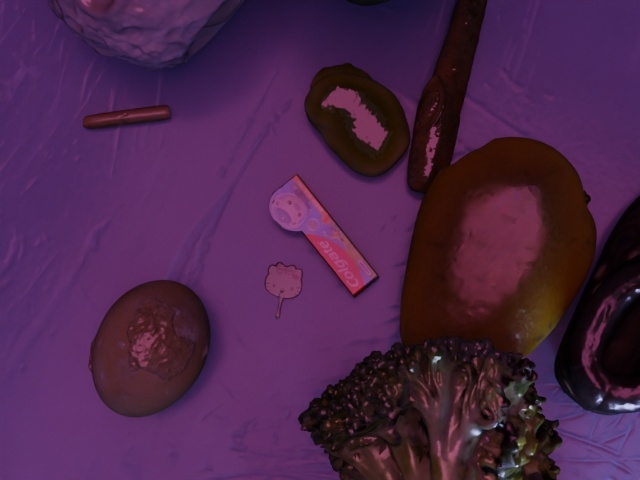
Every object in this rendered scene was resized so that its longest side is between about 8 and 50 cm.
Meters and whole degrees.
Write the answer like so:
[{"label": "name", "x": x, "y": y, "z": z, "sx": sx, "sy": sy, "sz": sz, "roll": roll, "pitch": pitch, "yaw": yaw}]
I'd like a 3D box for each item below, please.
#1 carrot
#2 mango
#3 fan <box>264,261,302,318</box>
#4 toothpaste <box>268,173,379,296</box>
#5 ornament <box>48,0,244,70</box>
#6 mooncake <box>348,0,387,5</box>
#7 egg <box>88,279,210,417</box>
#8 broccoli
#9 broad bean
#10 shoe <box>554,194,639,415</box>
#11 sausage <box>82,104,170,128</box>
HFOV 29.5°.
[{"label": "carrot", "x": 0.188, "y": -0.233, "z": 1.791, "sx": 0.070, "sy": 0.070, "sz": 0.342, "roll": 14, "pitch": 82, "yaw": 3}, {"label": "mango", "x": 0.238, "y": 0.030, "z": 1.695, "sx": 0.253, "sy": 0.182, "sz": 0.365, "roll": 29, "pitch": 84, "yaw": 5}, {"label": "fan", "x": -0.057, "y": 0.075, "z": 1.788, "sx": 0.056, "sy": 0.004, "sz": 0.083, "roll": 11, "pitch": 84, "yaw": 3}, {"label": "toothpaste", "x": 0.000, "y": 0.000, "z": 1.776, "sx": 0.070, "sy": 0.044, "sz": 0.193, "roll": -38, "pitch": 83, "yaw": -2}, {"label": "ornament", "x": -0.239, "y": -0.417, "z": 1.687, "sx": 0.337, "sy": 0.337, "sz": 0.337, "roll": 0, "pitch": 83, "yaw": 2}, {"label": "mooncake", "x": 0.077, "y": -0.484, "z": 1.536, "sx": 0.356, "sy": 0.194, "sz": 0.356, "roll": 1, "pitch": 80, "yaw": -7}, {"label": "egg", "x": -0.239, "y": 0.152, "z": 1.705, "sx": 0.164, "sy": 0.164, "sz": 0.201, "roll": 28, "pitch": 88, "yaw": 5}, {"label": "broccoli", "x": 0.149, "y": 0.267, "z": 1.602, "sx": 0.334, "sy": 0.324, "sz": 0.272, "roll": -7, "pitch": 82, "yaw": 10}, {"label": "broad bean", "x": 0.053, "y": -0.180, "z": 1.783, "sx": 0.174, "sy": 0.082, "sz": 0.124, "roll": 41, "pitch": 93, "yaw": -4}, {"label": "shoe", "x": 0.461, "y": 0.064, "z": 1.657, "sx": 0.171, "sy": 0.237, "sz": 0.384, "roll": 33, "pitch": 85, "yaw": 5}, {"label": "sausage", "x": -0.291, "y": -0.184, "z": 1.817, "sx": 0.132, "sy": 0.024, "sz": 0.024, "roll": -7, "pitch": 83, "yaw": 0}]
